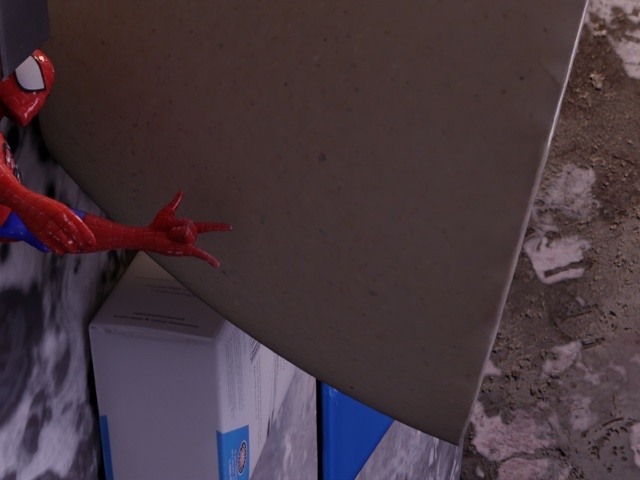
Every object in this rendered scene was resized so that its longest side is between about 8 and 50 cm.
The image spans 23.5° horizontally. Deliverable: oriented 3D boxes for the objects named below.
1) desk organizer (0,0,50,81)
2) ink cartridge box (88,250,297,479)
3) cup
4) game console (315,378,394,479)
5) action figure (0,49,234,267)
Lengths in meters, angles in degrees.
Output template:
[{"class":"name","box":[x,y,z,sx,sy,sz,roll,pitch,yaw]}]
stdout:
[{"class":"desk organizer","box":[-0.141,-0.132,0.590,0.047,0.050,0.130,-63,156,-57]},{"class":"ink cartridge box","box":[-0.068,0.060,0.949,0.190,0.082,0.139,-67,160,-56]},{"class":"cup","box":[0.001,-0.092,0.760,0.331,0.237,0.331,16,90,-84]},{"class":"game console","box":[0.000,0.000,1.159,0.173,0.250,0.293,-19,125,-29]},{"class":"action figure","box":[-0.125,0.035,0.581,0.091,0.139,0.280,79,19,-55]}]
